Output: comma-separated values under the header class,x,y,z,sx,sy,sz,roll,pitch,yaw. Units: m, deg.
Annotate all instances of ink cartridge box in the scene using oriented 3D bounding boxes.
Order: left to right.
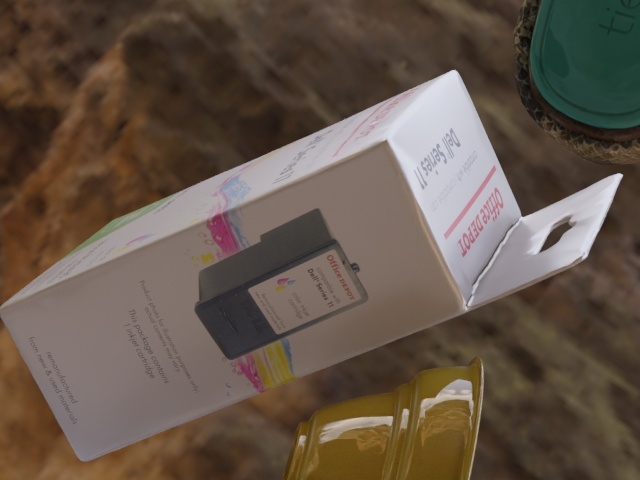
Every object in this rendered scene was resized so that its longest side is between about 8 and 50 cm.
class,x,y,z,sx,sy,sz,roll,pitch,yaw
ink cartridge box,0.000,0.000,1.247,0.353,0.207,0.119,-23,-80,20

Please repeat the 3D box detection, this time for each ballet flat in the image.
class,x,y,z,sx,sy,sz,roll,pitch,yaw
ballet flat,0.239,-0.276,1.126,0.164,0.182,0.483,22,-78,19

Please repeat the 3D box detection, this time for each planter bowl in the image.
class,x,y,z,sx,sy,sz,roll,pitch,yaw
planter bowl,0.018,0.157,1.077,0.090,0.217,0.217,16,-38,-1
